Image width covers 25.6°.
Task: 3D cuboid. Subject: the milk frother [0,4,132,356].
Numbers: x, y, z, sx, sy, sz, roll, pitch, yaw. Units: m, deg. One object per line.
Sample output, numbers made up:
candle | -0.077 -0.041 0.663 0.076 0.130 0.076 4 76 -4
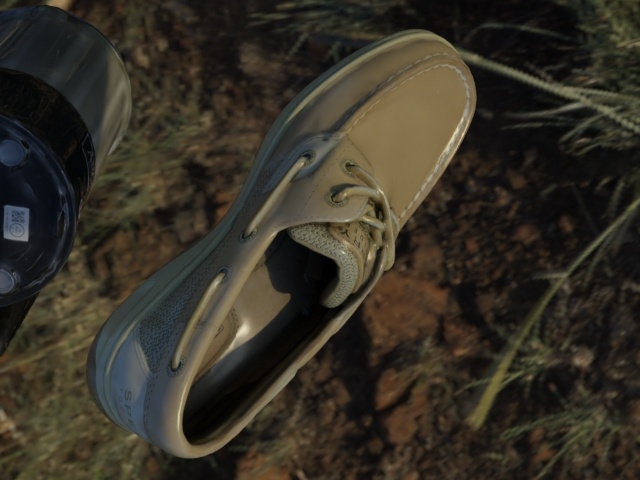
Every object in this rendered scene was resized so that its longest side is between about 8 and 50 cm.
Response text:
milk frother | -0.166 -0.033 0.585 0.143 0.135 0.129 25 113 -9

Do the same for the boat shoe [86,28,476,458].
boat shoe | 0.000 0.000 0.800 0.098 0.302 0.109 18 149 53
